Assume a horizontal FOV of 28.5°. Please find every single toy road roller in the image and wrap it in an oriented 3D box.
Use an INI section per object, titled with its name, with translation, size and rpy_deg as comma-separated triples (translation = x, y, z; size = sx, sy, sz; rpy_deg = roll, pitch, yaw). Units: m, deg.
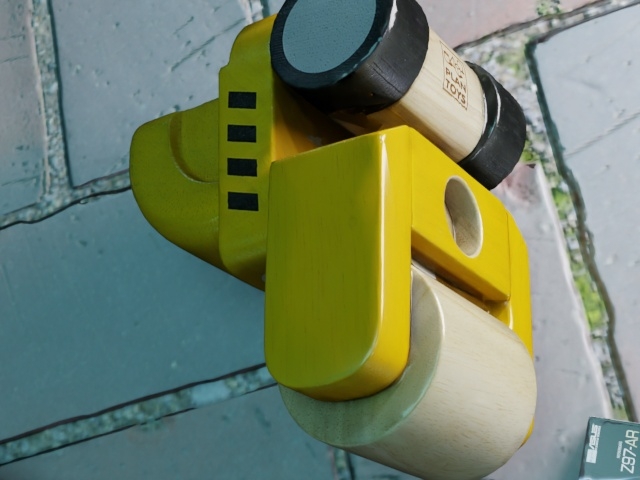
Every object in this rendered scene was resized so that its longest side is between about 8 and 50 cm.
[toy road roller]
translation = 0.000, 0.000, 0.847
size = 0.240, 0.202, 0.330
rpy_deg = -16, 61, 30

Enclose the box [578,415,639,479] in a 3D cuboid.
[box]
translation = 0.199, 0.159, 0.805
size = 0.067, 0.018, 0.083
rpy_deg = 7, 76, 24
